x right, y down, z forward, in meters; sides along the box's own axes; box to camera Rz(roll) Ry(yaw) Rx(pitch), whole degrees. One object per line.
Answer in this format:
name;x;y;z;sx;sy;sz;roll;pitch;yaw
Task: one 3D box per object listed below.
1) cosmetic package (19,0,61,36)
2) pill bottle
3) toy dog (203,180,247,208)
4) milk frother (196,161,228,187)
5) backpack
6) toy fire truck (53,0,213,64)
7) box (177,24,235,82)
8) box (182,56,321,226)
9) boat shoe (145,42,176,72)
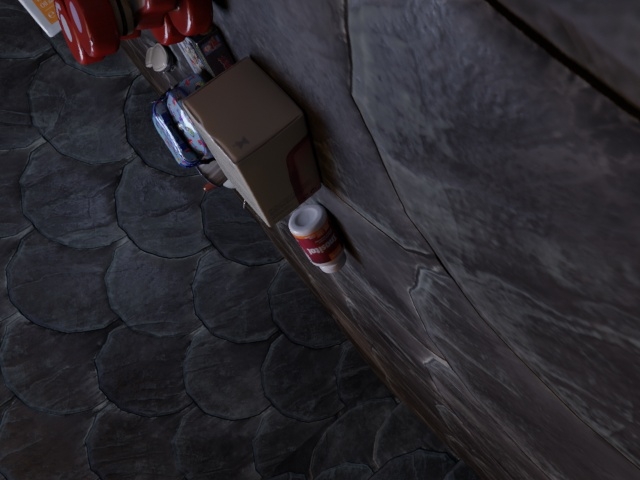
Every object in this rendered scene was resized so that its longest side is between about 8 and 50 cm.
cosmetic package;-0.643;-0.696;1.044;0.161;0.230;0.453;39;166;54
pill bottle;0.000;0.000;1.070;0.086;0.086;0.152;42;169;47
toy dog;-0.241;-0.184;1.313;0.220;0.161;0.333;50;172;6
milk frother;-0.170;-0.166;1.084;0.143;0.135;0.129;53;-163;6
backpack;-0.229;-0.218;0.915;0.158;0.117;0.173;62;163;-15
toy fire truck;-0.283;-0.390;0.671;0.302;0.169;0.254;22;132;56
box;-0.190;-0.305;0.919;0.159;0.044;0.233;45;170;35
box;-0.100;-0.150;0.814;0.148;0.127;0.232;49;171;20
boat shoe;-0.442;-0.512;1.409;0.065;0.075;0.206;5;-165;-33
